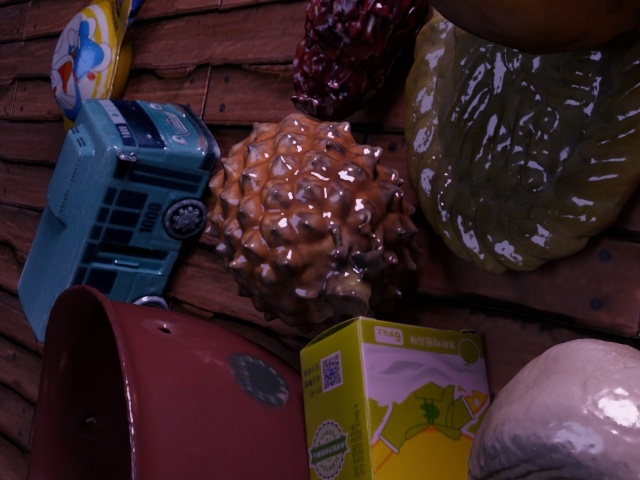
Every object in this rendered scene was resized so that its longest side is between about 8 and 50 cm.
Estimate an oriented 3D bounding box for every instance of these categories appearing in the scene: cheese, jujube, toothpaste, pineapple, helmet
[{"bbox_3d":[-0.263,-0.239,1.468,0.270,0.069,0.177,-50,42,38],"label":"cheese"},{"bbox_3d":[0.032,-0.173,0.963,0.104,0.104,0.166,62,140,45],"label":"jujube"},{"bbox_3d":[0.062,0.212,0.787,0.077,0.110,0.328,-32,56,47],"label":"toothpaste"},{"bbox_3d":[0.000,0.000,0.903,0.166,0.166,0.193,-64,29,24],"label":"pineapple"},{"bbox_3d":[-0.095,0.221,0.923,0.385,0.230,0.338,114,149,-41],"label":"helmet"}]

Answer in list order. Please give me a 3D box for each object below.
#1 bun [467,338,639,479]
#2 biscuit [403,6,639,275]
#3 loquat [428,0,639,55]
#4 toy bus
[{"bbox_3d":[0.162,0.125,0.647,0.173,0.113,0.167,8,129,48],"label":"bun"},{"bbox_3d":[0.130,-0.070,0.827,0.273,0.036,0.187,18,97,58],"label":"biscuit"},{"bbox_3d":[0.137,-0.219,0.699,0.238,0.193,0.238,-28,45,32],"label":"loquat"},{"bbox_3d":[-0.214,-0.018,1.258,0.128,0.147,0.256,52,125,48],"label":"toy bus"}]
